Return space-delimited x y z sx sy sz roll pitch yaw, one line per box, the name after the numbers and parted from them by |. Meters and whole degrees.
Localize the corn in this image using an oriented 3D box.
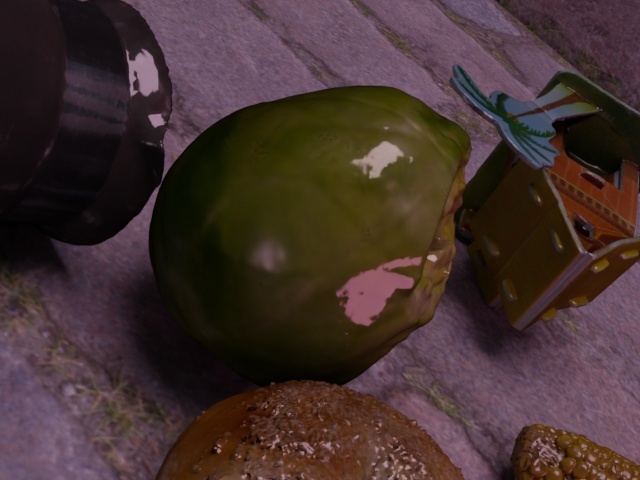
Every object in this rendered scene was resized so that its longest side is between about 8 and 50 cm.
0.337 0.302 0.945 0.321 0.119 0.119 33 30 6 | corn

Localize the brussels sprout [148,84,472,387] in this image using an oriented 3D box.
0.000 0.000 0.853 0.344 0.344 0.268 -6 77 -48 | brussels sprout

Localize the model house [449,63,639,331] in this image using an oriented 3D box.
0.247 -0.039 1.197 0.340 0.300 0.324 32 39 -4 | model house

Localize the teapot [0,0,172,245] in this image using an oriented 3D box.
-0.344 -0.136 0.771 0.376 0.306 0.361 21 7 41 | teapot

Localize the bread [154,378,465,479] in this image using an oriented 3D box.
0.012 0.230 0.682 0.305 0.159 0.306 26 30 -17 | bread
